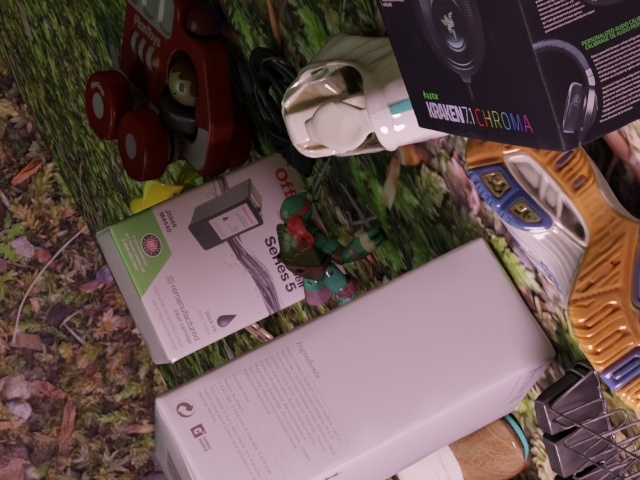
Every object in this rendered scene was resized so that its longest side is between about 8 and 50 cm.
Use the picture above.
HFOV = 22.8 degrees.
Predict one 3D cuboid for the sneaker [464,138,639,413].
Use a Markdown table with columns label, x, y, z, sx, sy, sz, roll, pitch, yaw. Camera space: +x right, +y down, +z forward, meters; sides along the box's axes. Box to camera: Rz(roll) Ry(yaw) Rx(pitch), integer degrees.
| label | x | y | z | sx | sy | sz | roll | pitch | yaw |
| --- | --- | --- | --- | --- | --- | --- | --- | --- | --- |
| sneaker | 0.234 | 0.014 | 1.314 | 0.296 | 0.112 | 0.131 | 58 | -172 | 8 |

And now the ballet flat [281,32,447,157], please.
| label | x | y | z | sx | sy | sz | roll | pitch | yaw |
| --- | --- | --- | --- | --- | --- | --- | --- | --- | --- |
| ballet flat | 0.030 | -0.140 | 1.629 | 0.139 | 0.139 | 0.400 | 67 | 164 | -9 |

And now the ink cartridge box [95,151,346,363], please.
| label | x | y | z | sx | sy | sz | roll | pitch | yaw |
| --- | --- | --- | --- | --- | --- | --- | --- | --- | --- |
| ink cartridge box | -0.132 | 0.020 | 2.121 | 0.198 | 0.273 | 0.115 | 65 | 161 | -2 |

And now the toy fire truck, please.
| label | x | y | z | sx | sy | sz | roll | pitch | yaw |
| --- | --- | --- | --- | --- | --- | --- | --- | --- | --- |
| toy fire truck | -0.206 | -0.236 | 2.219 | 0.302 | 0.169 | 0.254 | 46 | 137 | 46 |

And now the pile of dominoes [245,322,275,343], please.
| label | x | y | z | sx | sy | sz | roll | pitch | yaw |
| --- | --- | --- | --- | --- | --- | --- | --- | --- | --- |
| pile of dominoes | -0.129 | 0.105 | 2.548 | 0.251 | 0.040 | 0.196 | 40 | 172 | -28 |

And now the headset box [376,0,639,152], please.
| label | x | y | z | sx | sy | sz | roll | pitch | yaw |
| --- | --- | --- | --- | --- | --- | --- | --- | --- | --- |
| headset box | 0.133 | -0.227 | 1.174 | 0.246 | 0.131 | 0.283 | 22 | 134 | 66 |

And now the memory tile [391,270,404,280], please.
| label | x | y | z | sx | sy | sz | roll | pitch | yaw |
| --- | --- | --- | --- | --- | --- | --- | --- | --- | --- |
| memory tile | 0.114 | 0.108 | 1.943 | 0.113 | 0.012 | 0.148 | 58 | 162 | 22 |

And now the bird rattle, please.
| label | x | y | z | sx | sy | sz | roll | pitch | yaw |
| --- | --- | --- | --- | --- | --- | --- | --- | --- | --- |
| bird rattle | -0.170 | -0.029 | 2.527 | 0.253 | 0.143 | 0.207 | 27 | 153 | 45 |

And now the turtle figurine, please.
| label | x | y | z | sx | sy | sz | roll | pitch | yaw |
| --- | --- | --- | --- | --- | --- | --- | --- | --- | --- |
| turtle figurine | 0.000 | 0.000 | 1.977 | 0.175 | 0.118 | 0.234 | 49 | 163 | 44 |

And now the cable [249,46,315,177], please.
| label | x | y | z | sx | sy | sz | roll | pitch | yaw |
| --- | --- | --- | --- | --- | --- | --- | --- | --- | --- |
| cable | -0.045 | -0.175 | 1.987 | 0.184 | 0.047 | 0.150 | 82 | 162 | -53 |

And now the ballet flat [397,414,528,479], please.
| label | x | y | z | sx | sy | sz | roll | pitch | yaw |
| --- | --- | --- | --- | --- | --- | --- | --- | --- | --- |
| ballet flat | 0.127 | 0.243 | 1.900 | 0.116 | 0.124 | 0.342 | 67 | 164 | -12 |

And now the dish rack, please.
| label | x | y | z | sx | sy | sz | roll | pitch | yaw |
| --- | --- | --- | --- | --- | --- | --- | --- | --- | --- |
| dish rack | 0.303 | 0.248 | 1.458 | 0.271 | 0.074 | 0.208 | 30 | 143 | 61 |

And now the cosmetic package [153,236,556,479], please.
| label | x | y | z | sx | sy | sz | roll | pitch | yaw |
| --- | --- | --- | --- | --- | --- | --- | --- | --- | --- |
| cosmetic package | 0.028 | 0.169 | 1.638 | 0.156 | 0.385 | 0.217 | 61 | 166 | 17 |
